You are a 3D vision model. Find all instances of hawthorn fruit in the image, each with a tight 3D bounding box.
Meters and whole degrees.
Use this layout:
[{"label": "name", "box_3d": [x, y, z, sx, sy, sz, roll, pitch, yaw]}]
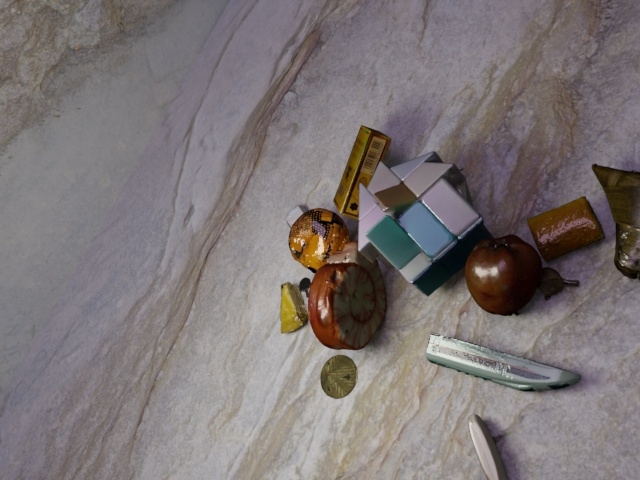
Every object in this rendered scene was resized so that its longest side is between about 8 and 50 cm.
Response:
[{"label": "hawthorn fruit", "box_3d": [0.509, 0.113, 1.529, 0.208, 0.248, 0.208, -18, 20, 6]}]

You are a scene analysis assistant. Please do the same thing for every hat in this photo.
[{"label": "hat", "box_3d": [0.042, 0.439, 1.815, 0.146, 0.067, 0.145, -16, 60, 30]}]

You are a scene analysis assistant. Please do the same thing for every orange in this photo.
[{"label": "orange", "box_3d": [0.000, 0.000, 1.963, 0.235, 0.182, 0.234, 5, 98, 42]}]

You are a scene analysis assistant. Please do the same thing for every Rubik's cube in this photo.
[{"label": "Rubik's cube", "box_3d": [0.305, -0.058, 1.663, 0.387, 0.358, 0.368, -42, 44, 7]}]

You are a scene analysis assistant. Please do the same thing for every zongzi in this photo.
[{"label": "zongzi", "box_3d": [0.794, -0.062, 1.457, 0.288, 0.134, 0.285, 30, 86, 40]}]

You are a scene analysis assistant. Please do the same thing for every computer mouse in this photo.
[{"label": "computer mouse", "box_3d": [-0.065, -0.052, 2.142, 0.102, 0.045, 0.199, -44, 51, 10]}]

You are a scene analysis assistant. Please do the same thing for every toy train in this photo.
[{"label": "toy train", "box_3d": [0.488, 0.347, 1.519, 0.407, 0.086, 0.088, 10, 74, 39]}]

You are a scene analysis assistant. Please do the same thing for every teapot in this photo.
[{"label": "teapot", "box_3d": [0.655, 0.119, 1.538, 0.110, 0.085, 0.080, -3, 39, 5]}]

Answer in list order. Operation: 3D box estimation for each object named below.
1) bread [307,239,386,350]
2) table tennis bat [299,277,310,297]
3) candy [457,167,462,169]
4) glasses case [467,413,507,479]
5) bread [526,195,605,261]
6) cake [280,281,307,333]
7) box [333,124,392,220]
[{"label": "bread", "box_3d": [0.092, 0.189, 1.743, 0.114, 0.295, 0.327, -5, 35, 35]}, {"label": "table tennis bat", "box_3d": [-0.055, 0.174, 2.052, 0.050, 0.007, 0.083, -31, 52, 21]}, {"label": "candy", "box_3d": [0.386, -0.227, 1.902, 0.203, 0.061, 0.061, -8, 64, 25]}, {"label": "glasses case", "box_3d": [0.439, 0.559, 1.459, 0.051, 0.081, 0.204, -29, 53, 20]}, {"label": "bread", "box_3d": [0.683, -0.029, 1.545, 0.172, 0.103, 0.131, -26, 55, 26]}, {"label": "cake", "box_3d": [-0.112, 0.253, 2.028, 0.116, 0.080, 0.184, -47, 58, 25]}, {"label": "box", "box_3d": [0.141, -0.240, 1.941, 0.193, 0.084, 0.301, -106, 35, -72]}]
